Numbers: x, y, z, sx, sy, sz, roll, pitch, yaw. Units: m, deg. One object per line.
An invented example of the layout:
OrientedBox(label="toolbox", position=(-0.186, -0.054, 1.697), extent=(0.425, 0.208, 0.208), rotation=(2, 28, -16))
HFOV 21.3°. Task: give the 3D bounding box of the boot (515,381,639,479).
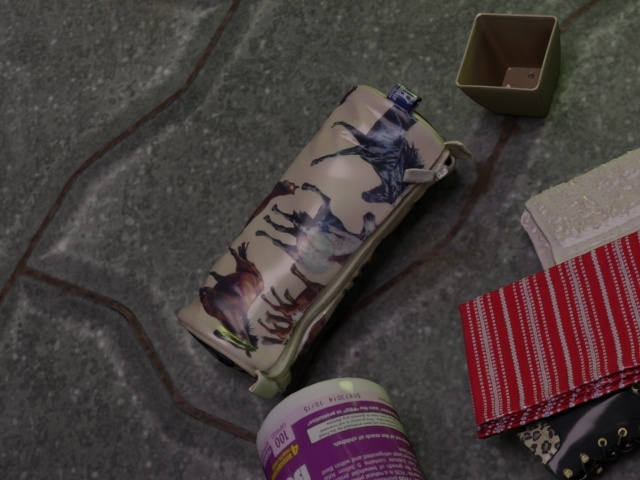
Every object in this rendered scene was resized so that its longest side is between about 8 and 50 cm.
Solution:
OrientedBox(label="boot", position=(0.339, 0.216, 1.842), extent=(0.178, 0.085, 0.236), rotation=(-45, 47, -2))

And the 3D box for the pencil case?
OrientedBox(label="pencil case", position=(0.000, 0.000, 2.077), extent=(0.183, 0.160, 0.410), rotation=(24, 73, 49))

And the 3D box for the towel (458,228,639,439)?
OrientedBox(label="towel", position=(0.284, 0.096, 1.894), extent=(0.275, 0.031, 0.199), rotation=(-24, 43, 21))

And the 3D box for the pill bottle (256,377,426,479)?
OrientedBox(label="pill bottle", position=(0.048, 0.314, 1.864), extent=(0.169, 0.169, 0.301), rotation=(-29, 53, 7))

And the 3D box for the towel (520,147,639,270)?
OrientedBox(label="towel", position=(0.385, -0.026, 1.983), extent=(0.282, 0.049, 0.187), rotation=(-26, 55, 8))

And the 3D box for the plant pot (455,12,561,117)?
OrientedBox(label="plant pot", position=(0.246, -0.212, 2.126), extent=(0.109, 0.096, 0.109), rotation=(6, 66, 27))
